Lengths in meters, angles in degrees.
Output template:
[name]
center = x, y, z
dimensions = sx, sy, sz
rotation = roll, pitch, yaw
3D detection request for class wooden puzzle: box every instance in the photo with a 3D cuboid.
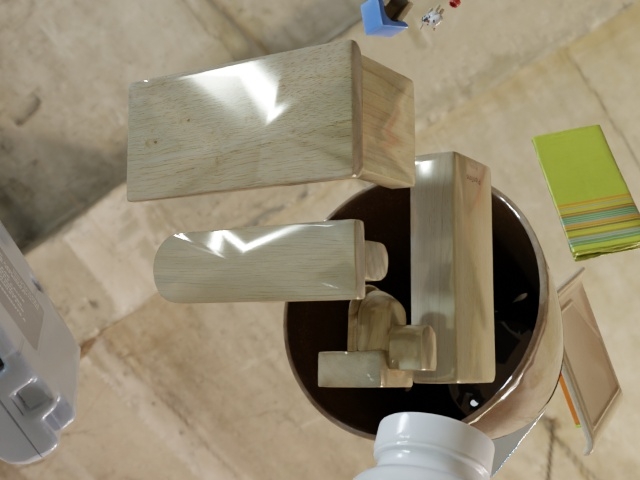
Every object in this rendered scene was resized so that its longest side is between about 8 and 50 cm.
[wooden puzzle]
center = 0.386, 0.175, 1.461
dimensions = 0.221, 0.044, 0.239
rotation = -21, -85, -60

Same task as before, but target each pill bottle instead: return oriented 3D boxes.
[pill bottle]
center = 0.047, 0.171, 0.501
dimensions = 0.086, 0.086, 0.152
rotation = 38, -126, -35

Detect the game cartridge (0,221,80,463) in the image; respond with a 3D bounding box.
[game cartridge]
center = -0.249, -0.015, 0.607
dimensions = 0.294, 0.060, 0.196
rotation = 60, 179, -15

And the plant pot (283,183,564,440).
[plant pot]
center = 0.118, 0.086, 0.826
dimensions = 0.230, 0.215, 0.215
rotation = 38, -144, -53

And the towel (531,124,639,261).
[towel]
center = 0.359, -0.069, 1.316
dimensions = 0.021, 0.102, 0.237
rotation = 78, -176, -45

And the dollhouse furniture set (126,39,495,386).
[dollhouse furniture set]
center = 0.000, 0.000, 0.486
dimensions = 0.151, 0.123, 0.144
rotation = 11, -103, -58

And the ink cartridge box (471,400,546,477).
[ink cartridge box]
center = 0.191, 0.188, 1.164
dimensions = 0.061, 0.104, 0.181
rotation = 35, -171, -11

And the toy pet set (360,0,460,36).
[toy pet set]
center = 0.100, -0.316, 1.286
dimensions = 0.122, 0.114, 0.065
rotation = 43, -117, -18
